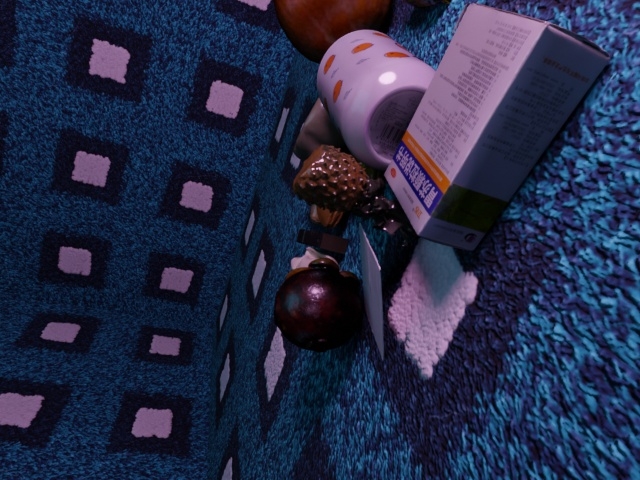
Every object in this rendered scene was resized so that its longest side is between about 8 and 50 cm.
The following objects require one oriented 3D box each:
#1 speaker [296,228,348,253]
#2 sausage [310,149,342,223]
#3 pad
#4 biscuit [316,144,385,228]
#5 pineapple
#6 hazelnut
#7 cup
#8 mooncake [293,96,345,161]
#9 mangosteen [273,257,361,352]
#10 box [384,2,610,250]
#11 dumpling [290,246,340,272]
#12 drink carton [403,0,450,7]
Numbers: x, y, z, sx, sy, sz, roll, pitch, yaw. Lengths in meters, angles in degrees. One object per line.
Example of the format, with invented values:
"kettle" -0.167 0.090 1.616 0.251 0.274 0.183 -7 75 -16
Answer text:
"speaker" 0.000 0.000 1.185 0.218 0.082 0.044 -168 92 -73
"sausage" 0.021 -0.197 1.302 0.066 0.066 0.301 176 109 -71
"pad" 0.096 0.097 0.790 0.156 0.004 0.232 -104 6 -56
"biscuit" 0.062 -0.141 1.104 0.277 0.052 0.262 -51 29 37
"pineapple" 0.078 -0.073 0.755 0.125 0.251 0.125 -57 15 24
"hazelnut" 0.045 -0.710 1.212 0.366 0.366 0.365 -166 90 -72
"cup" 0.119 -0.278 0.840 0.317 0.212 0.212 -104 33 -53
"mooncake" 0.031 -0.320 1.150 0.275 0.135 0.275 -56 6 9
"mangosteen" -0.005 0.142 0.920 0.210 0.210 0.209 -166 90 -72
"box" 0.224 -0.165 0.616 0.200 0.107 0.299 -103 30 -54
"dumpling" -0.010 0.096 1.113 0.136 0.118 0.199 -53 54 21
"drink carton" 0.233 -0.562 0.931 0.165 0.071 0.056 -118 42 -62
